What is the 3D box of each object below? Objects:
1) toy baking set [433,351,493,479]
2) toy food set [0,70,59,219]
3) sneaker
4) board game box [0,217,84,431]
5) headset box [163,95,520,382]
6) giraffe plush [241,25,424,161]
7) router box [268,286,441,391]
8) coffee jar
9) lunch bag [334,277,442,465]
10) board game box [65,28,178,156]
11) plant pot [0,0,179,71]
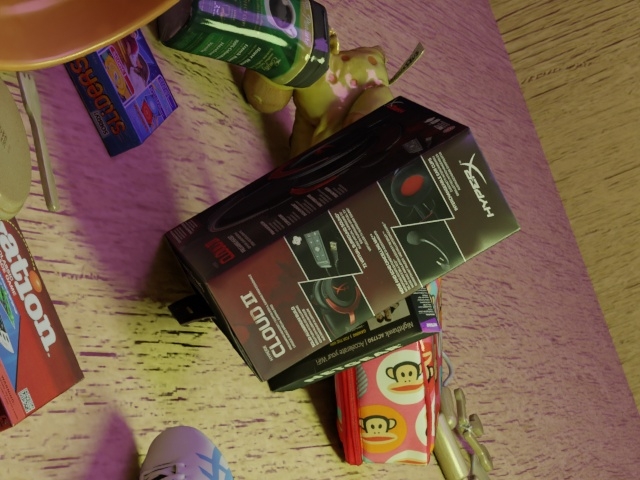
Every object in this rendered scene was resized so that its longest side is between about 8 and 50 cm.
[{"bbox_3d":[0.155,0.212,2.431,0.256,0.030,0.197,65,14,-12],"label":"toy baking set"},{"bbox_3d":[-0.252,-0.077,1.443,0.192,0.038,0.132,18,59,-75],"label":"toy food set"},{"bbox_3d":[-0.117,0.214,1.493,0.237,0.085,0.086,-88,156,-56],"label":"sneaker"},{"bbox_3d":[-0.261,-0.007,1.425,0.281,0.027,0.145,67,16,-4],"label":"board game box"},{"bbox_3d":[0.000,0.000,1.746,0.110,0.293,0.218,61,-6,-17],"label":"headset box"},{"bbox_3d":[-0.010,-0.174,2.189,0.170,0.210,0.181,30,4,-25],"label":"giraffe plush"},{"bbox_3d":[0.014,0.058,1.920,0.046,0.179,0.133,5,65,-61],"label":"router box"},{"bbox_3d":[-0.076,-0.224,2.042,0.184,0.079,0.096,16,54,-31],"label":"coffee jar"},{"bbox_3d":[0.079,0.102,2.107,0.293,0.120,0.258,-80,166,-60],"label":"lunch bag"},{"bbox_3d":[-0.204,-0.189,1.807,0.201,0.035,0.136,64,17,-12],"label":"board game box"},{"bbox_3d":[-0.214,-0.303,1.553,0.203,0.291,0.291,55,13,16],"label":"plant pot"}]
